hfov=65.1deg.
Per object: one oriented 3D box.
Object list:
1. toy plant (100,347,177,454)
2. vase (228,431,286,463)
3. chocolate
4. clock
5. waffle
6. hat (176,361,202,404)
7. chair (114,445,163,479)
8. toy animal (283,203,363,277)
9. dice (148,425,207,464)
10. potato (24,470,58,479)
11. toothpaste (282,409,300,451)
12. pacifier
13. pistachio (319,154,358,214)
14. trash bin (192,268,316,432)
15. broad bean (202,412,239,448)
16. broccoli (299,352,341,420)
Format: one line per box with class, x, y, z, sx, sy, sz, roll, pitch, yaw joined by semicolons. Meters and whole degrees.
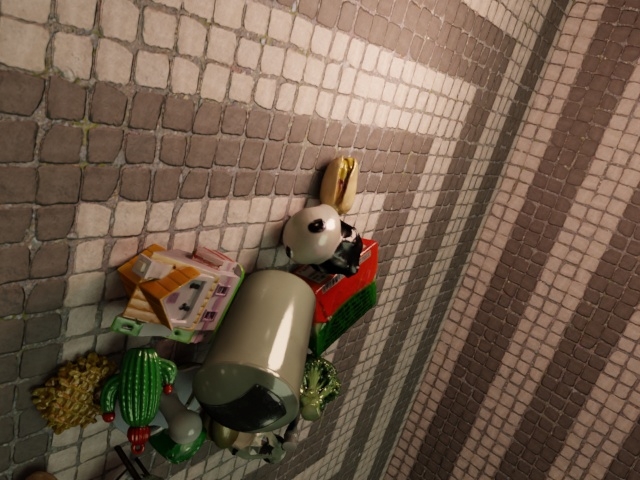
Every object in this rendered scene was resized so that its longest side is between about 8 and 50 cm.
toy plant;-0.450;0.377;1.213;0.240;0.154;0.088;-65;-167;-10
vase;-0.233;0.766;1.907;0.165;0.165;0.360;-51;149;-17
chocolate;0.052;0.188;1.852;0.360;0.161;0.341;-36;140;-35
clock;-0.364;0.122;1.231;0.235;0.166;0.309;-63;155;2
waffle;-0.572;0.367;1.208;0.197;0.070;0.193;-32;138;-38
hat;-0.387;0.415;1.515;0.146;0.067;0.146;-3;108;-9
chair;-0.491;0.731;1.360;0.186;0.319;0.160;-47;144;-21
toy animal;-0.003;-0.007;1.600;0.266;0.212;0.213;33;86;-42
dice;-0.434;0.589;1.520;0.128;0.120;0.131;-51;148;-19
potato;-0.684;0.633;1.223;0.112;0.112;0.147;-25;139;-43
toothpaste;-0.105;0.746;2.069;0.266;0.061;0.096;-72;174;-63
pacifier;-0.405;0.463;1.347;0.299;0.233;0.244;18;98;-50
pistachio;0.060;-0.182;1.640;0.145;0.117;0.201;-85;-178;-72
trash bin;-0.167;0.309;1.389;0.432;0.280;0.280;-75;167;-50
broad bean;-0.302;0.566;1.712;0.263;0.121;0.189;-56;145;-36
broccoli;-0.049;0.573;1.932;0.270;0.269;0.270;-97;-161;-66
